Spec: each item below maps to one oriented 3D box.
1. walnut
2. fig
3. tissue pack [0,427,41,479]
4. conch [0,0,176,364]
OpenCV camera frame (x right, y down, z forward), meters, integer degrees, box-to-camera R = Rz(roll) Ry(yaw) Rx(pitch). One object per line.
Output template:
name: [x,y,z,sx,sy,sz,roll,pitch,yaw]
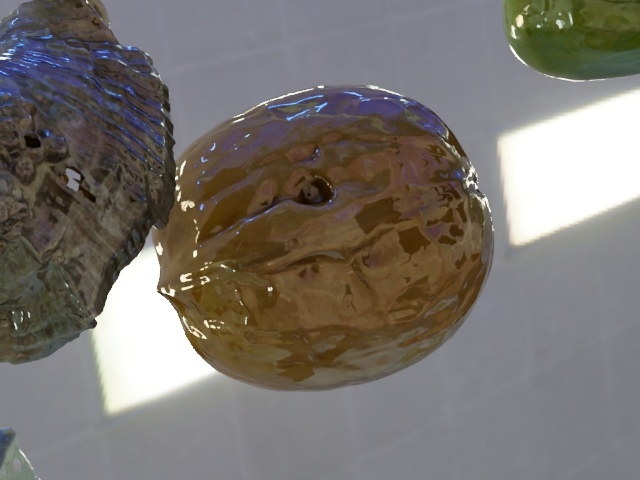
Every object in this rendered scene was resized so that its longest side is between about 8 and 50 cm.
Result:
walnut: [0.000,0.000,0.950,0.222,0.195,0.195,-14,-72,-4]
fig: [0.263,-0.217,1.370,0.167,0.233,0.167,-31,-43,-33]
tissue pack: [-0.461,0.312,1.481,0.128,0.311,0.228,73,-159,-44]
conch: [-0.171,-0.035,0.771,0.178,0.163,0.245,38,-116,-9]
